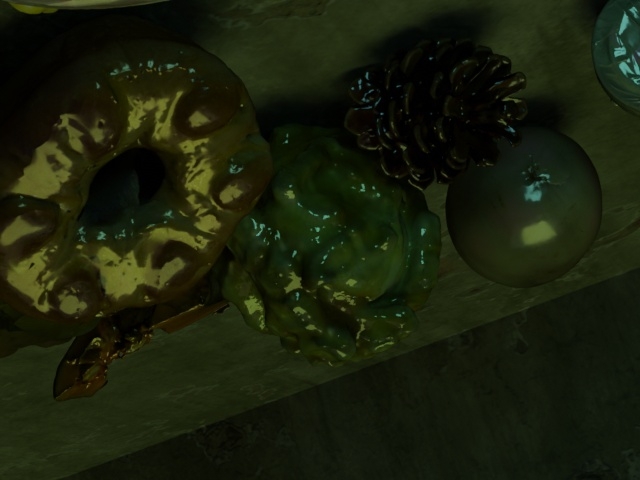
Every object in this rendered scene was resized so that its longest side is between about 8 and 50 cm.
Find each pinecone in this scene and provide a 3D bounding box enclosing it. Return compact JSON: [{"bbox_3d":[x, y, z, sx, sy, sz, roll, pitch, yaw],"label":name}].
[{"bbox_3d":[0.145,-0.154,1.750,0.185,0.169,0.212,-25,-178,-27],"label":"pinecone"}]

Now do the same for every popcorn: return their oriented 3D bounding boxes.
[{"bbox_3d":[-0.004,-0.008,1.871,0.279,0.335,0.274,-25,176,-8],"label":"popcorn"}]

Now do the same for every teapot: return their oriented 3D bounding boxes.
[{"bbox_3d":[0.419,-0.250,1.816,0.163,0.222,0.178,20,180,11],"label":"teapot"}]

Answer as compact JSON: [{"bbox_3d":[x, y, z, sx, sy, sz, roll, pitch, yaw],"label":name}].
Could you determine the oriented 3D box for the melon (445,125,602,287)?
[{"bbox_3d":[0.291,-0.048,2.155,0.223,0.223,0.317,-17,165,-1],"label":"melon"}]

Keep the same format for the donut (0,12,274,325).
[{"bbox_3d":[-0.209,-0.070,1.491,0.317,0.150,0.299,-19,132,-15],"label":"donut"}]

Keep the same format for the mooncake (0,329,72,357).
[{"bbox_3d":[-0.425,0.088,2.057,0.234,0.117,0.235,-14,166,-4],"label":"mooncake"}]

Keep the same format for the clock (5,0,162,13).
[{"bbox_3d":[-0.085,-0.314,0.849,0.376,0.251,0.368,-19,164,30],"label":"clock"}]

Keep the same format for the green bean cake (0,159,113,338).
[{"bbox_3d":[-0.342,0.010,1.730,0.285,0.202,0.310,-10,162,-16],"label":"green bean cake"}]

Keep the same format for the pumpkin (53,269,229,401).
[{"bbox_3d":[-0.226,0.100,2.012,0.190,0.281,0.139,14,178,11],"label":"pumpkin"}]
